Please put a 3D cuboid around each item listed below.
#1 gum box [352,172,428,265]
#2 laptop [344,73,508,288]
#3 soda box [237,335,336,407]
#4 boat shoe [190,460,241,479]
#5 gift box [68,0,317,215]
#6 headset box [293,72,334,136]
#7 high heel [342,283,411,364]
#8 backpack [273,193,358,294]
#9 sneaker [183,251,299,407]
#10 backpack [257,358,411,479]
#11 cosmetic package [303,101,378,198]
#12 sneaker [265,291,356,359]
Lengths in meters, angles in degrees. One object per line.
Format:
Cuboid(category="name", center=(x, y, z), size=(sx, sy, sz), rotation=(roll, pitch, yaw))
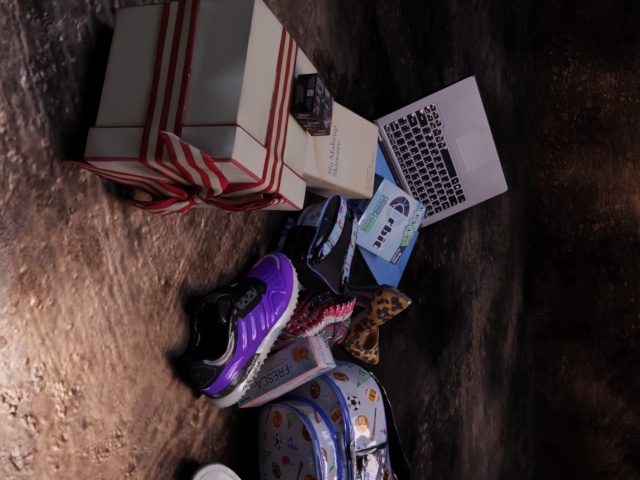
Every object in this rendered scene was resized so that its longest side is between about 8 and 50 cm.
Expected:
Cuboid(category="gum box", center=(0.147, -0.045, 1.542), size=(0.184, 0.041, 0.157), rotation=(29, 92, -44))
Cuboid(category="laptop", center=(0.263, -0.114, 1.638), size=(0.236, 0.407, 0.382), rotation=(-104, 168, -48))
Cuboid(category="soda box", center=(-0.067, 0.229, 1.174), size=(0.063, 0.183, 0.058), rotation=(16, 48, -56))
Cuboid(category="boat shoe", center=(-0.154, 0.501, 1.158), size=(0.116, 0.099, 0.320), rotation=(-25, 110, -16))
Cuboid(category="gift box", center=(-0.171, -0.168, 0.935), size=(0.276, 0.255, 0.258), rotation=(26, 68, -61))
Cuboid(category="headset box", center=(-0.007, -0.191, 0.969), size=(0.083, 0.032, 0.062), rotation=(41, 53, -66))
Cuboid(category="high heel", center=(0.138, 0.198, 1.488), size=(0.093, 0.186, 0.261), rotation=(-59, 137, -38))
Cuboid(category="backpack", center=(0.000, 0.000, 1.326), size=(0.158, 0.116, 0.173), rotation=(46, 55, -48))
Cuboid(category="sneaker", center=(-0.136, 0.118, 1.134), size=(0.146, 0.102, 0.293), rotation=(56, 47, -42))
Cuboid(category="backpack", center=(0.005, 0.355, 1.252), size=(0.213, 0.276, 0.264), rotation=(4, 85, -44))
Cuboid(category="cosmetic package", center=(-0.011, -0.183, 1.307), size=(0.309, 0.113, 0.160), rotation=(12, 82, -58))
Cuboid(category="sneaker", center=(-0.027, 0.177, 1.296), size=(0.299, 0.120, 0.112), rotation=(-13, 114, -53))
